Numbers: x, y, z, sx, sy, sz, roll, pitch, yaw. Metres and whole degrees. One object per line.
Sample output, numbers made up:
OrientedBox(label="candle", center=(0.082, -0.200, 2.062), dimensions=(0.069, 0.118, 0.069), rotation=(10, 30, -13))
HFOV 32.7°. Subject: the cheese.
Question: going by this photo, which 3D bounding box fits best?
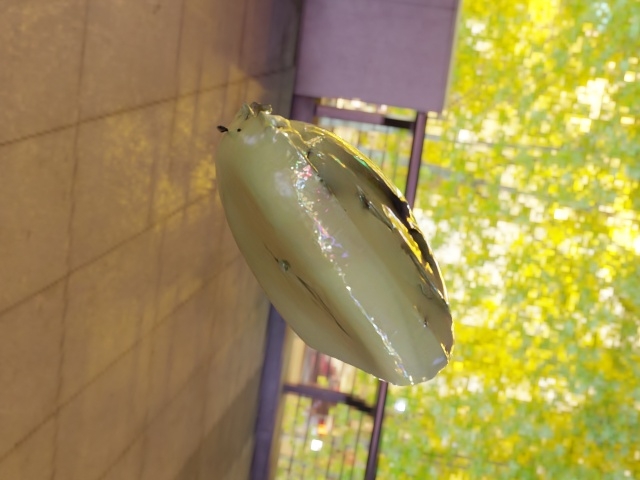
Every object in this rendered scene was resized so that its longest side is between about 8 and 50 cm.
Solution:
OrientedBox(label="cheese", center=(0.000, 0.000, 1.079), dimensions=(0.128, 0.259, 0.316), rotation=(-42, 125, -26))
